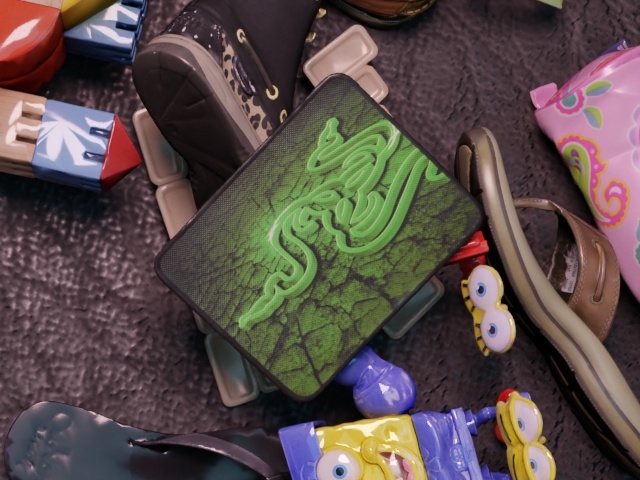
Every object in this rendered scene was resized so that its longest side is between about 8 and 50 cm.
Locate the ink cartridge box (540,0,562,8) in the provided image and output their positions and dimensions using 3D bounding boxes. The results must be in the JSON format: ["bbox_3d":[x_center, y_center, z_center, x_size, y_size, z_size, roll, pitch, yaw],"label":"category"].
[{"bbox_3d":[0.142,-0.289,1.434,0.109,0.062,0.209,14,81,-40],"label":"ink cartridge box"}]

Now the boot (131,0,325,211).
[{"bbox_3d":[-0.033,-0.104,1.343,0.178,0.085,0.236,-63,141,-34],"label":"boot"}]

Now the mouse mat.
[{"bbox_3d":[0.000,0.000,1.273,0.152,0.007,0.189,43,91,-14],"label":"mouse mat"}]

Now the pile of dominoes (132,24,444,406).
[{"bbox_3d":[-0.023,-0.023,1.421,0.196,0.040,0.251,-18,96,-13],"label":"pile of dominoes"}]

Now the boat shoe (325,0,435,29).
[{"bbox_3d":[-0.041,-0.264,1.396,0.307,0.104,0.110,22,81,-7],"label":"boat shoe"}]

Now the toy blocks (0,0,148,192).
[{"bbox_3d":[-0.226,-0.202,1.291,0.261,0.191,0.381,12,78,-2],"label":"toy blocks"}]

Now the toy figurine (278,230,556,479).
[{"bbox_3d":[0.061,0.196,1.347,0.217,0.191,0.362,-15,86,1],"label":"toy figurine"}]

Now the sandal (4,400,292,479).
[{"bbox_3d":[-0.104,0.177,1.363,0.255,0.054,0.097,8,82,-10],"label":"sandal"}]

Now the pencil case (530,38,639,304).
[{"bbox_3d":[0.270,-0.014,1.427,0.124,0.124,0.284,-29,89,-12],"label":"pencil case"}]

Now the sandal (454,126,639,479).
[{"bbox_3d":[0.190,0.041,1.404,0.086,0.120,0.302,-33,100,-3],"label":"sandal"}]
